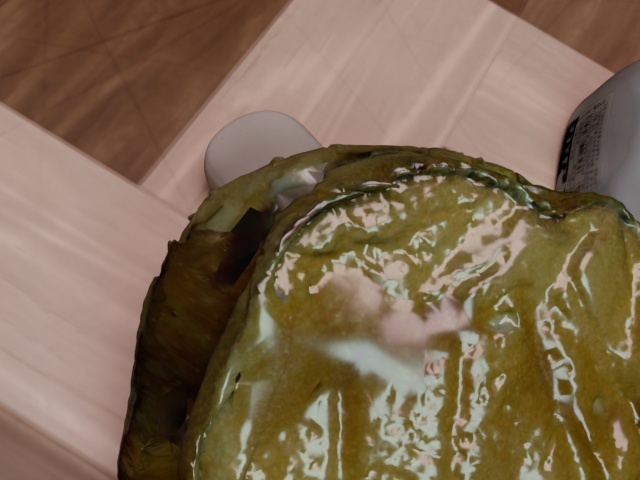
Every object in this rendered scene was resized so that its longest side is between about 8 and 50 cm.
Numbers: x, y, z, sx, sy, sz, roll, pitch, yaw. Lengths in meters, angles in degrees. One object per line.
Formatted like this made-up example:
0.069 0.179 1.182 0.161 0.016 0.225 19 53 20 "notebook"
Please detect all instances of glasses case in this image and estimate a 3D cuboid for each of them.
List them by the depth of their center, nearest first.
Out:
0.000 0.000 0.531 0.081 0.051 0.204 -32 78 -19 "glasses case"

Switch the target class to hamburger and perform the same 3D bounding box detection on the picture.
0.042 0.086 0.429 0.285 0.134 0.265 12 83 -14 "hamburger"

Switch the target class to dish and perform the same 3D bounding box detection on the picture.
0.311 -0.044 0.597 0.256 0.117 0.256 6 63 -12 "dish"
